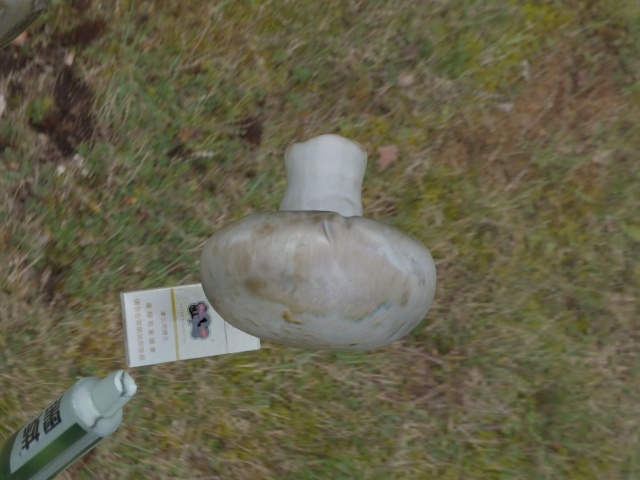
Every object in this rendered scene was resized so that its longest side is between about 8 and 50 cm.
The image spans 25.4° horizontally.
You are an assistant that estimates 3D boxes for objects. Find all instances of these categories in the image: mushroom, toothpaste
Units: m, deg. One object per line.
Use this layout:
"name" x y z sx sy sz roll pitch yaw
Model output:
"mushroom" 0.000 0.000 1.461 0.243 0.243 0.243 1 85 -14
"toothpaste" -0.158 0.120 0.760 0.031 0.204 0.049 31 42 -25

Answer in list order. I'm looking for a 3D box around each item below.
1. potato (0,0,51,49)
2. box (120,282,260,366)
"potato" -0.241 -0.144 0.735 0.165 0.165 0.262 46 68 -6
"box" -0.156 0.098 1.713 0.167 0.024 0.090 -7 95 -23
